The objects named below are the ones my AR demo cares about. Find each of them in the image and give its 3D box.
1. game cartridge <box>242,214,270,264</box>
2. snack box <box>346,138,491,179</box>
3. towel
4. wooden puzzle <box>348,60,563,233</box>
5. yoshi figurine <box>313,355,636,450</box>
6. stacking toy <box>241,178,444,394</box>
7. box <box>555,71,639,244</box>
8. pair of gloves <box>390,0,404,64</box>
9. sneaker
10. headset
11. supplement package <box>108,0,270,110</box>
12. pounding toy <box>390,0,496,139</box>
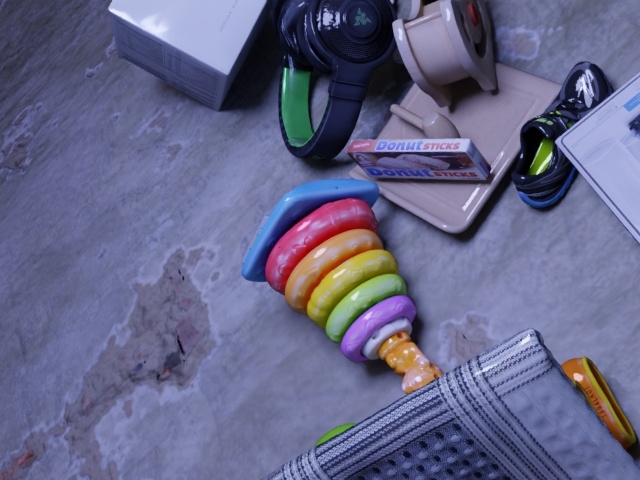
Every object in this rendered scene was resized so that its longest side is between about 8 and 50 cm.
[{"bbox_3d":[-0.079,0.005,1.312,0.056,0.017,0.083,17,78,40],"label":"game cartridge"},{"bbox_3d":[0.120,-0.101,1.110,0.178,0.064,0.022,5,65,40],"label":"snack box"},{"bbox_3d":[0.145,0.266,0.784,0.312,0.324,0.056,-34,19,20],"label":"towel"},{"bbox_3d":[0.176,-0.136,1.170,0.239,0.044,0.221,-52,44,-4],"label":"wooden puzzle"},{"bbox_3d":[0.118,0.227,0.913,0.362,0.203,0.203,-35,32,22],"label":"yoshi figurine"},{"bbox_3d":[0.056,0.081,1.083,0.302,0.175,0.166,52,131,27],"label":"stacking toy"},{"bbox_3d":[0.391,-0.048,0.903,0.169,0.087,0.290,-39,47,16],"label":"box"},{"bbox_3d":[0.130,-0.373,1.339,0.240,0.042,0.204,33,88,44],"label":"pair of gloves"},{"bbox_3d":[0.283,-0.131,1.047,0.067,0.078,0.188,23,81,44],"label":"sneaker"},{"bbox_3d":[-0.010,-0.312,1.244,0.243,0.185,0.394,-135,54,-63],"label":"headset"},{"bbox_3d":[-0.196,-0.360,1.408,0.199,0.198,0.262,-64,7,-8],"label":"supplement package"},{"bbox_3d":[0.128,-0.246,1.137,0.154,0.154,0.270,-17,49,25],"label":"pounding toy"}]
